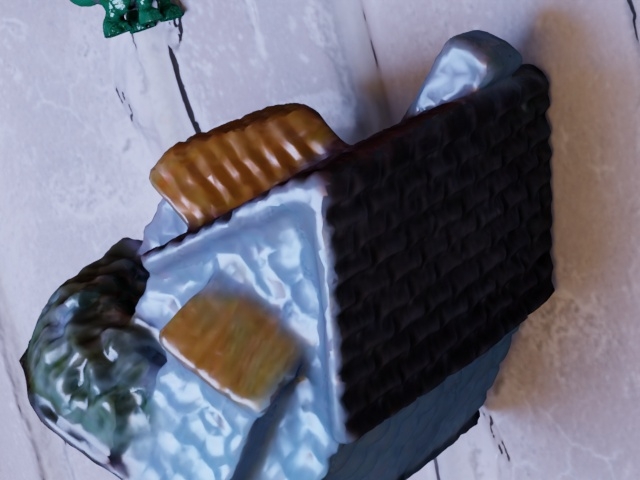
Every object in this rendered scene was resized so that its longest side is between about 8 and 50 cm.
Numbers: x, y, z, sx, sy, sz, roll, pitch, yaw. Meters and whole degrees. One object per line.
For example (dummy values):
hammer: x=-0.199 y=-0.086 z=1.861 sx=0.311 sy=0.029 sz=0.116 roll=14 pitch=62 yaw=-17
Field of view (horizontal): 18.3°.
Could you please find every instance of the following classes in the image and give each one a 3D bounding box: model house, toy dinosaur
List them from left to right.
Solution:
toy dinosaur: x=-0.170 y=-0.229 z=1.721 sx=0.132 sy=0.059 sz=0.096 roll=-13 pitch=93 yaw=31
model house: x=0.000 y=0.000 z=1.491 sx=0.297 sy=0.360 sz=0.339 roll=41 pitch=127 yaw=18
